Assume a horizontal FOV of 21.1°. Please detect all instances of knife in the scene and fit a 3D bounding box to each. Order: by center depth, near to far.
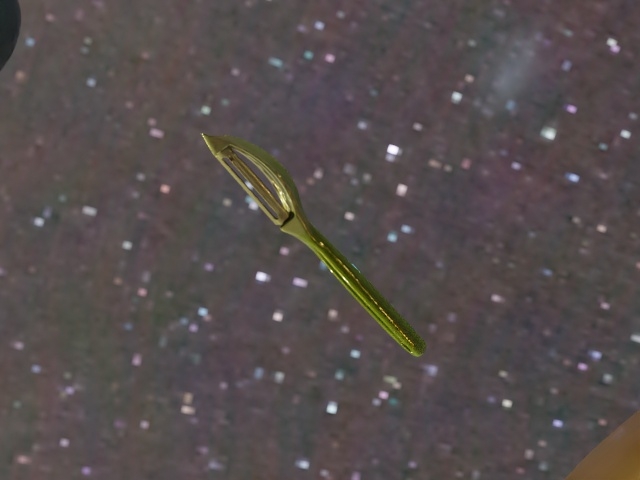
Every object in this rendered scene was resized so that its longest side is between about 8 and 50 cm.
[{"bbox_3d":[0.000,0.000,0.973,0.026,0.184,0.022,-42,-164,2],"label":"knife"}]

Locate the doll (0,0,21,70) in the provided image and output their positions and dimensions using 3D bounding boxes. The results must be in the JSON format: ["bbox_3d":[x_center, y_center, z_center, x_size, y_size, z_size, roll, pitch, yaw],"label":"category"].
[{"bbox_3d":[-0.144,-0.094,0.625,0.050,0.076,0.083,-35,-138,-6],"label":"doll"}]

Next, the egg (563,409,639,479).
[{"bbox_3d":[0.132,0.118,0.400,0.201,0.201,0.244,-53,-177,27],"label":"egg"}]
